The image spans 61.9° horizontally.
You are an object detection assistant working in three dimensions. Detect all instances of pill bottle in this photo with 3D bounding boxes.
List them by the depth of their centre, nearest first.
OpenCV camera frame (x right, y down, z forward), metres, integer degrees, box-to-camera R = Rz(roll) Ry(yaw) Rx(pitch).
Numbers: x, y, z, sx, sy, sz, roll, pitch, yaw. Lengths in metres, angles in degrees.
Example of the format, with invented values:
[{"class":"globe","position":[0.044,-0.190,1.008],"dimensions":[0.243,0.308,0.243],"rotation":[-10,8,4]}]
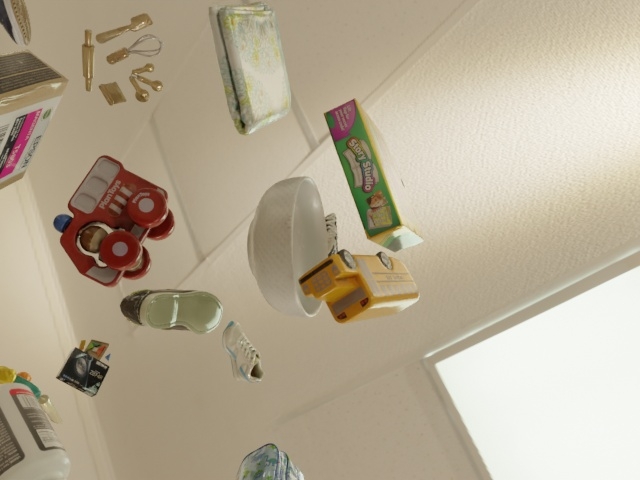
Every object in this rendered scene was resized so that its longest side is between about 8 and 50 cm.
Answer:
[{"class":"pill bottle","position":[-0.680,0.493,1.201],"dimensions":[0.318,0.176,0.176],"rotation":[42,-58,27]}]

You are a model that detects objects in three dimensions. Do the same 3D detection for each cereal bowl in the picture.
[{"class":"cereal bowl","position":[-0.085,0.016,1.291],"dimensions":[0.141,0.339,0.339],"rotation":[-2,-87,13]}]

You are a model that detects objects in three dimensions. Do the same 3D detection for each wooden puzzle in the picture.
[{"class":"wooden puzzle","position":[-0.749,0.365,1.769],"dimensions":[0.014,0.116,0.078],"rotation":[97,0,-48]}]

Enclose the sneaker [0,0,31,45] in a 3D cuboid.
[{"class":"sneaker","position":[-0.780,-0.577,1.207],"dimensions":[0.099,0.153,0.282],"rotation":[-113,-167,-50]}]

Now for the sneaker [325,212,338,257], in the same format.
[{"class":"sneaker","position":[0.000,0.000,1.741],"dimensions":[0.118,0.292,0.110],"rotation":[-3,-68,1]}]

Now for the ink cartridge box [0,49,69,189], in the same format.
[{"class":"ink cartridge box","position":[-0.534,-0.177,0.862],"dimensions":[0.088,0.193,0.235],"rotation":[35,-65,-9]}]

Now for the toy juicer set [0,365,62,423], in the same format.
[{"class":"toy juicer set","position":[-0.884,0.418,1.564],"dimensions":[0.329,0.089,0.209],"rotation":[32,-41,-12]}]

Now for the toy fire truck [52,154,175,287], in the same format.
[{"class":"toy fire truck","position":[-0.541,-0.045,1.388],"dimensions":[0.254,0.169,0.302],"rotation":[28,-105,1]}]

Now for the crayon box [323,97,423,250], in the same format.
[{"class":"crayon box","position":[0.154,-0.164,1.480],"dimensions":[0.106,0.313,0.363],"rotation":[-23,-105,17]}]

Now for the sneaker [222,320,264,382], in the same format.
[{"class":"sneaker","position":[-0.242,0.352,1.693],"dimensions":[0.092,0.087,0.229],"rotation":[2,-59,27]}]

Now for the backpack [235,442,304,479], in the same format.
[{"class":"backpack","position":[-0.188,0.910,1.908],"dimensions":[0.290,0.355,0.273],"rotation":[-38,-93,16]}]

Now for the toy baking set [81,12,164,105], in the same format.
[{"class":"toy baking set","position":[-0.494,-0.452,1.333],"dimensions":[0.030,0.196,0.256],"rotation":[-105,-158,-44]}]

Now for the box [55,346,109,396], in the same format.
[{"class":"box","position":[-0.473,0.263,1.065],"dimensions":[0.018,0.083,0.067],"rotation":[-27,-147,34]}]

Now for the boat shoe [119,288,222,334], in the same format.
[{"class":"boat shoe","position":[-0.263,0.125,0.974],"dimensions":[0.068,0.228,0.081],"rotation":[7,-98,24]}]

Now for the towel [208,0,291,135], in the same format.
[{"class":"towel","position":[-0.213,-0.545,1.669],"dimensions":[0.090,0.320,0.374],"rotation":[-1,-67,24]}]

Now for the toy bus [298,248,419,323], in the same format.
[{"class":"toy bus","position":[0.095,0.103,1.184],"dimensions":[0.108,0.332,0.130],"rotation":[-35,-109,26]}]
